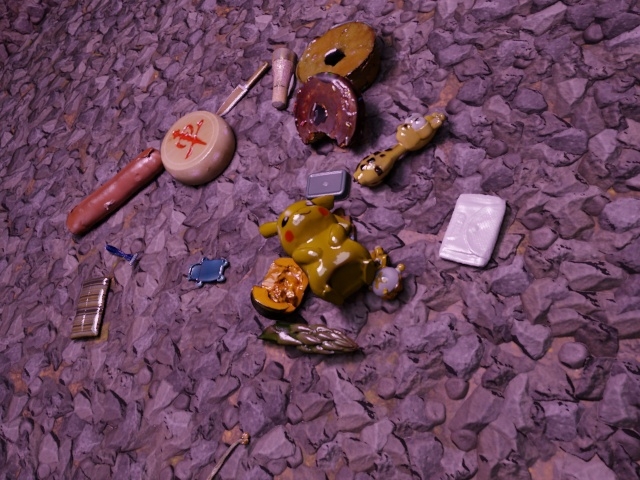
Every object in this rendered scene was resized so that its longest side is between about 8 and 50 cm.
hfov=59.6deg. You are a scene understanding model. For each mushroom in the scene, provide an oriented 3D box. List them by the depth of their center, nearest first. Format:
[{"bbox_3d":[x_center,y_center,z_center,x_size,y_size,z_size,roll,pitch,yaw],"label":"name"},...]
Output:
[{"bbox_3d":[-0.263,0.573,1.334,0.026,0.028,0.286,40,87,-6],"label":"mushroom"}]

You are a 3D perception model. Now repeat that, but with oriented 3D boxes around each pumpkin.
[{"bbox_3d":[-0.105,0.137,1.409,0.119,0.107,0.183,30,42,10],"label":"pumpkin"}]

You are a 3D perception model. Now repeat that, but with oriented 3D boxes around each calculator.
[{"bbox_3d":[-0.329,0.090,1.617,0.141,0.019,0.094,-5,63,27],"label":"calculator"}]

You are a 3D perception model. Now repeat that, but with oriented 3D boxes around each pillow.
[{"bbox_3d":[-0.719,0.207,1.747,0.113,0.038,0.203,-12,60,22],"label":"pillow"}]

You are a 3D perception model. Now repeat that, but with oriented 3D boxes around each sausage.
[{"bbox_3d":[-0.700,-0.165,1.898,0.419,0.094,0.094,-37,15,6],"label":"sausage"}]

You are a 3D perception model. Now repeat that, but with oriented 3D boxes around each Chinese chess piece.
[{"bbox_3d":[-0.398,-0.301,1.806,0.251,0.097,0.250,-11,61,22],"label":"Chinese chess piece"}]

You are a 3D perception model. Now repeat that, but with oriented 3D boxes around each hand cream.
[{"bbox_3d":[-0.124,-0.513,1.790,0.084,0.084,0.203,-4,69,26],"label":"hand cream"}]

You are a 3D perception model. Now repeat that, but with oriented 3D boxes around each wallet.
[{"bbox_3d":[0.357,-0.029,1.314,0.124,0.032,0.182,13,73,35],"label":"wallet"}]

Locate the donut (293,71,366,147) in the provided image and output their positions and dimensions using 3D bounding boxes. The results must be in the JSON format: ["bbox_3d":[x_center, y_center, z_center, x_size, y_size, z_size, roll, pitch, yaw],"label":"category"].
[{"bbox_3d":[0.029,-0.365,1.580,0.230,0.096,0.215,-1,101,41],"label":"donut"}]

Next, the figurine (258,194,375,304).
[{"bbox_3d":[0.004,0.005,1.380,0.218,0.169,0.326,-31,63,-10],"label":"figurine"}]

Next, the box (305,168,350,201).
[{"bbox_3d":[0.019,-0.152,1.553,0.126,0.031,0.090,-3,64,25],"label":"box"}]

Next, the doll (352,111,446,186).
[{"bbox_3d":[0.205,-0.244,1.472,0.291,0.086,0.117,-40,24,2],"label":"doll"}]

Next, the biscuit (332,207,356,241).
[{"bbox_3d":[0.046,-0.029,1.482,0.130,0.019,0.119,30,81,35],"label":"biscuit"}]

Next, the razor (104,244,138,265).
[{"bbox_3d":[-0.638,0.044,1.795,0.155,0.028,0.044,18,74,32],"label":"razor"}]

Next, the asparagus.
[{"bbox_3d":[-0.037,0.233,1.355,0.288,0.080,0.080,7,69,29],"label":"asparagus"}]

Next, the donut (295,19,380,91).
[{"bbox_3d":[0.061,-0.535,1.692,0.272,0.107,0.271,-16,55,23],"label":"donut"}]

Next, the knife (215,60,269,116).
[{"bbox_3d":[-0.265,-0.509,1.891,0.256,0.022,0.046,-47,60,4],"label":"knife"}]

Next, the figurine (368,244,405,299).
[{"bbox_3d":[0.154,0.074,1.345,0.101,0.068,0.143,-15,57,39],"label":"figurine"}]
